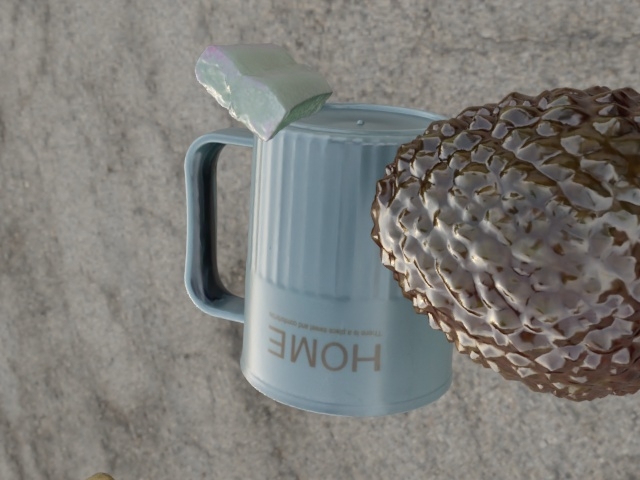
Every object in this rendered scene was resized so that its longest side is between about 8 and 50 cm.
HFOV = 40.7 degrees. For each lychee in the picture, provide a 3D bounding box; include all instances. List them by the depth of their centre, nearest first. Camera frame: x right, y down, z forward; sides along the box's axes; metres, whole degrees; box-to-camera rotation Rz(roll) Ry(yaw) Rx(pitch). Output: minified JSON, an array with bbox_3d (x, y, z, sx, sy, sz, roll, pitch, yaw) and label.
[{"bbox_3d":[0.172,-0.003,0.639,0.271,0.236,0.235,15,117,7],"label":"lychee"}]

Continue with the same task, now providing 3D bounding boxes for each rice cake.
[{"bbox_3d":[-0.041,-0.128,0.694,0.080,0.222,0.042,41,106,-2],"label":"rice cake"}]

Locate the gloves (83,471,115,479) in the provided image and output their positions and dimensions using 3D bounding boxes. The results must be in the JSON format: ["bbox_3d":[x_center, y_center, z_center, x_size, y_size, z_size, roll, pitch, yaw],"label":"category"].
[{"bbox_3d":[-0.145,0.272,0.378,0.155,0.203,0.356,-20,44,37],"label":"gloves"}]

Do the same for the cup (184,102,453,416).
[{"bbox_3d":[0.018,-0.002,1.036,0.331,0.257,0.311,23,116,48],"label":"cup"}]
